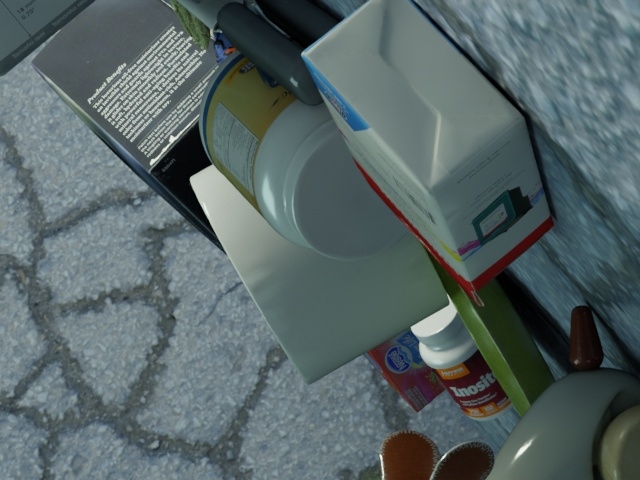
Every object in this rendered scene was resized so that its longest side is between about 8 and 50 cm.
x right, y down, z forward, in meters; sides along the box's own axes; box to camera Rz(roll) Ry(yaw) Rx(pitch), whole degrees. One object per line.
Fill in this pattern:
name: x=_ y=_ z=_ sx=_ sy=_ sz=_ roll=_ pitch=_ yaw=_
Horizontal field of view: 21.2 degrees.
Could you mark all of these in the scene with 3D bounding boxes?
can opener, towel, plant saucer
can opener: x=-0.057 y=-0.196 z=1.416 sx=0.093 sy=0.074 sz=0.280 roll=54 pitch=175 yaw=-40
towel: x=-0.138 y=-0.270 z=1.744 sx=0.148 sy=0.027 sz=0.110 roll=62 pitch=-164 yaw=-69
plant saucer: x=0.171 y=0.088 z=1.629 sx=0.241 sy=0.037 sz=0.241 roll=59 pitch=179 yaw=2

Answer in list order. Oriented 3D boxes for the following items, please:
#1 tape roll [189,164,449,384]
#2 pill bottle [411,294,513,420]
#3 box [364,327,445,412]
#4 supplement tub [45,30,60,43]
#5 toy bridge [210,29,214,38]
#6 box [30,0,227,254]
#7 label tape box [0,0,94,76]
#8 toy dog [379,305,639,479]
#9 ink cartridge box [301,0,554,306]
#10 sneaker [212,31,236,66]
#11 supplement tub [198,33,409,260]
tape roll: x=0.000 y=0.000 z=1.720 sx=0.246 sy=0.169 sz=0.246 roll=60 pitch=-179 yaw=-1
pill bottle: x=0.171 y=0.137 z=2.014 sx=0.152 sy=0.086 sz=0.086 roll=51 pitch=177 yaw=-32
box: x=0.096 y=0.101 z=2.295 sx=0.128 sy=0.123 sz=0.257 roll=46 pitch=175 yaw=41
supplement tub: x=-0.367 y=-0.388 z=2.399 sx=0.191 sy=0.191 sz=0.272 roll=52 pitch=176 yaw=-28
toy bridge: x=-0.119 y=-0.250 z=2.064 sx=0.063 sy=0.026 sz=0.188 roll=46 pitch=176 yaw=20
box: x=-0.156 y=-0.139 z=2.117 sx=0.294 sy=0.183 sz=0.296 roll=41 pitch=176 yaw=41
label tape box: x=-0.273 y=-0.327 z=1.358 sx=0.106 sy=0.241 sz=0.333 roll=47 pitch=176 yaw=45
toy dog: x=0.134 y=0.166 z=1.291 sx=0.220 sy=0.334 sz=0.161 roll=-17 pitch=97 yaw=60
ink cartridge box: x=0.079 y=-0.054 z=1.136 sx=0.134 sy=0.078 sz=0.231 roll=49 pitch=177 yaw=23
sneaker: x=-0.071 y=-0.184 z=1.742 sx=0.087 sy=0.083 sz=0.221 roll=59 pitch=171 yaw=-17
supplement tub: x=-0.006 y=-0.079 z=1.432 sx=0.144 sy=0.144 sz=0.200 roll=52 pitch=176 yaw=-35
